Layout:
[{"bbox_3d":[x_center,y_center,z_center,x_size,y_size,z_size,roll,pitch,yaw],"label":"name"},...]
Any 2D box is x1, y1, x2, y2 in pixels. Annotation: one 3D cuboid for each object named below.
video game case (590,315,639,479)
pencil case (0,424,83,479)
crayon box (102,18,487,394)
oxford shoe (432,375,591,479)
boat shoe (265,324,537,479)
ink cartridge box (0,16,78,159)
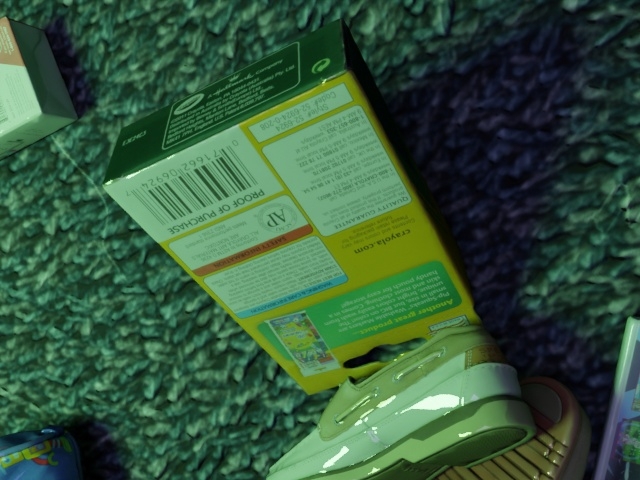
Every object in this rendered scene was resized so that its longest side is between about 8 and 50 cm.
[{"bbox_3d":[0.352,0.183,0.568,0.183,0.023,0.201,11,99,15],"label":"video game case"},{"bbox_3d":[-0.297,0.361,0.724,0.133,0.119,0.306,-21,88,-13],"label":"pencil case"},{"bbox_3d":[0.000,0.000,0.560,0.203,0.083,0.323,-21,131,17],"label":"crayon box"},{"bbox_3d":[0.162,0.318,0.603,0.146,0.140,0.397,23,97,-19],"label":"oxford shoe"},{"bbox_3d":[0.058,0.183,0.615,0.302,0.113,0.103,-33,49,29],"label":"boat shoe"},{"bbox_3d":[-0.394,-0.154,0.733,0.198,0.067,0.115,-21,89,16],"label":"ink cartridge box"}]
